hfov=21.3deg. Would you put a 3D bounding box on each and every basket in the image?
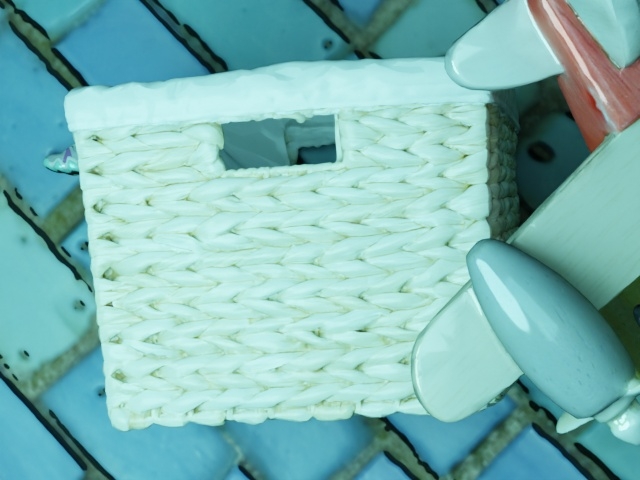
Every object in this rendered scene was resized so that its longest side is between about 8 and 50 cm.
[{"bbox_3d":[0.000,0.000,1.385,0.328,0.331,0.266,-4,91,10],"label":"basket"}]

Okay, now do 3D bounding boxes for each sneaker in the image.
[{"bbox_3d":[-0.207,-0.096,1.570,0.098,0.038,0.069,-1,84,0],"label":"sneaker"}]

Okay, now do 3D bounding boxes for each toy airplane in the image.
[{"bbox_3d":[0.268,-0.046,1.153,0.384,0.272,0.386,5,105,-23],"label":"toy airplane"}]

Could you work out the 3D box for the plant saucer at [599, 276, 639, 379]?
[{"bbox_3d":[0.398,0.037,1.378,0.332,0.081,0.333,-37,55,2],"label":"plant saucer"}]
